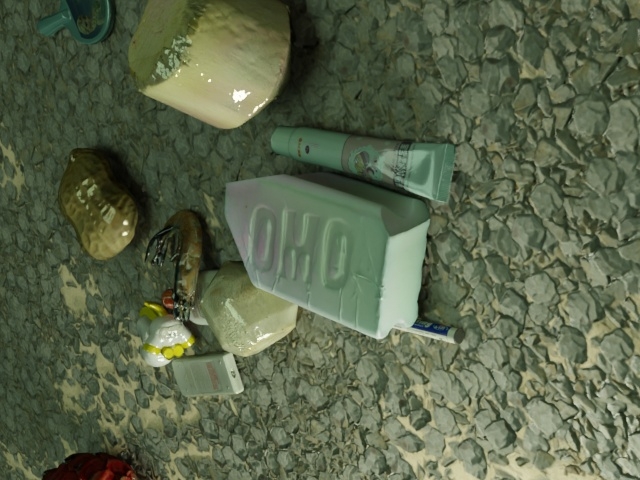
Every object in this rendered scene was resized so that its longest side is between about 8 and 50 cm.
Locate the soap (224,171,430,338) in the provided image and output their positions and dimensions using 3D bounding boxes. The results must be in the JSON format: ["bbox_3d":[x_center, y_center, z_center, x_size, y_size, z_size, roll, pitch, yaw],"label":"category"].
[{"bbox_3d":[0.000,0.000,1.532,0.347,0.115,0.208,21,113,37],"label":"soap"}]

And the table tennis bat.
[{"bbox_3d":[-0.486,-0.453,1.894,0.237,0.038,0.149,-9,100,42],"label":"table tennis bat"}]

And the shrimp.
[{"bbox_3d":[-0.283,0.050,1.836,0.152,0.046,0.219,-9,76,44],"label":"shrimp"}]

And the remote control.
[{"bbox_3d":[-0.230,0.270,1.926,0.190,0.029,0.087,-14,95,46],"label":"remote control"}]

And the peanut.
[{"bbox_3d":[-0.458,-0.080,1.956,0.233,0.110,0.197,55,134,11],"label":"peanut"}]

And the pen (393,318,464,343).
[{"bbox_3d":[0.138,0.133,1.524,0.204,0.025,0.025,11,113,41],"label":"pen"}]

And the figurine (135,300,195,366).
[{"bbox_3d":[-0.332,0.190,1.957,0.129,0.109,0.178,67,155,5],"label":"figurine"}]

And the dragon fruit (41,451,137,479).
[{"bbox_3d":[-0.522,0.604,2.202,0.299,0.244,0.244,20,119,29],"label":"dragon fruit"}]

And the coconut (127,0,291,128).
[{"bbox_3d":[-0.155,-0.294,1.499,0.239,0.244,0.239,-26,55,44],"label":"coconut"}]

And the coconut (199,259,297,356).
[{"bbox_3d":[-0.131,0.112,1.683,0.162,0.161,0.161,58,135,13],"label":"coconut"}]

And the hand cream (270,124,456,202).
[{"bbox_3d":[0.064,-0.131,1.480,0.331,0.058,0.085,15,99,34],"label":"hand cream"}]

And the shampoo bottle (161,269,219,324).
[{"bbox_3d":[-0.227,0.111,1.846,0.221,0.051,0.108,-5,99,45],"label":"shampoo bottle"}]
